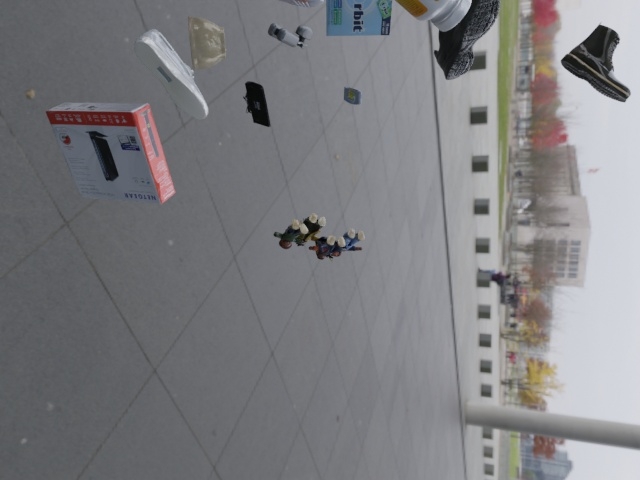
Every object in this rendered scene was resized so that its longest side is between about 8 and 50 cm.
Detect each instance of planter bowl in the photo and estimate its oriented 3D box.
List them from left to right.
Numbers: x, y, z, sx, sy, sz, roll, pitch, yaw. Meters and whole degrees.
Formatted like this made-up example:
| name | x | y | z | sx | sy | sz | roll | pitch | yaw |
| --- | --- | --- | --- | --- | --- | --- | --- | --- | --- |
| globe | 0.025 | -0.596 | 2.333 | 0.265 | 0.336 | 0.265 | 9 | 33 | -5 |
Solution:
| name | x | y | z | sx | sy | sz | roll | pitch | yaw |
| --- | --- | --- | --- | --- | --- | --- | --- | --- | --- |
| planter bowl | -0.358 | -0.628 | 1.608 | 0.162 | 0.109 | 0.161 | 174 | -90 | -80 |

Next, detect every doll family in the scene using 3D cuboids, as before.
| name | x | y | z | sx | sy | sz | roll | pitch | yaw |
| --- | --- | --- | --- | --- | --- | --- | --- | --- | --- |
| doll family | 0.000 | 0.000 | 1.058 | 0.111 | 0.193 | 0.075 | -49 | -160 | 55 |

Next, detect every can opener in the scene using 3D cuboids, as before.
| name | x | y | z | sx | sy | sz | roll | pitch | yaw |
| --- | --- | --- | --- | --- | --- | --- | --- | --- | --- |
| can opener | -0.111 | -0.761 | 1.858 | 0.093 | 0.074 | 0.280 | -63 | 172 | 23 |

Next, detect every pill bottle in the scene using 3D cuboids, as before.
| name | x | y | z | sx | sy | sz | roll | pitch | yaw |
| --- | --- | --- | --- | --- | --- | --- | --- | --- | --- |
| pill bottle | 0.237 | -0.613 | 1.195 | 0.246 | 0.136 | 0.136 | 29 | 58 | -26 |

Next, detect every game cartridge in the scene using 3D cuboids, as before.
| name | x | y | z | sx | sy | sz | roll | pitch | yaw |
| --- | --- | --- | --- | --- | --- | --- | --- | --- | --- |
| game cartridge | 0.120 | -0.539 | 1.887 | 0.017 | 0.083 | 0.055 | -31 | 135 | -34 |

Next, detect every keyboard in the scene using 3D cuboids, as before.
| name | x | y | z | sx | sy | sz | roll | pitch | yaw |
| --- | --- | --- | --- | --- | --- | --- | --- | --- | --- |
| keyboard | -0.225 | -0.494 | 1.799 | 0.038 | 0.100 | 0.192 | -60 | 162 | -29 |

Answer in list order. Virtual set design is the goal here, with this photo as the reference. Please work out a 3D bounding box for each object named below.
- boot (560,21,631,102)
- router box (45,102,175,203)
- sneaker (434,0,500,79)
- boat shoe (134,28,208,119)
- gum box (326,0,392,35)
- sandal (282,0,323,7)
| name | x | y | z | sx | sy | sz | roll | pitch | yaw |
| --- | --- | --- | --- | --- | --- | --- | --- | --- | --- |
| boot | 0.751 | -0.464 | 1.306 | 0.137 | 0.198 | 0.077 | -48 | 164 | 12 |
| router box | -0.650 | -0.273 | 1.581 | 0.082 | 0.336 | 0.300 | -57 | 146 | -50 |
| sneaker | 0.397 | -0.599 | 1.433 | 0.130 | 0.109 | 0.286 | 61 | -28 | 23 |
| boat shoe | -0.275 | -0.318 | 0.971 | 0.184 | 0.066 | 0.063 | 47 | 50 | -31 |
| gum box | 0.108 | -0.661 | 1.423 | 0.041 | 0.185 | 0.156 | -89 | 178 | -46 |
| sandal | -0.117 | -0.789 | 1.552 | 0.102 | 0.266 | 0.076 | 50 | 52 | -83 |
